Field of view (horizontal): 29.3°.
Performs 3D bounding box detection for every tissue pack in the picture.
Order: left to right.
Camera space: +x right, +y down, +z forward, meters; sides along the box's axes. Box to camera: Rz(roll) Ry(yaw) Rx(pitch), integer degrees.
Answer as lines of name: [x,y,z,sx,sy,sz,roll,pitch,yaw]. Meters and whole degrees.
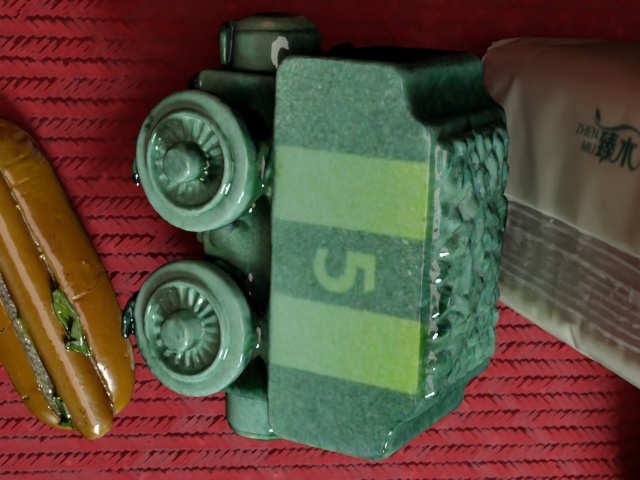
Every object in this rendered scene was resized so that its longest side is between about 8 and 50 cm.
tissue pack: [0.299,-0.008,0.772,0.297,0.380,0.207,2,103,-22]

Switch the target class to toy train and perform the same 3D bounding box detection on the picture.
toy train: [0.000,0.000,0.824,0.238,0.167,0.299,8,105,29]

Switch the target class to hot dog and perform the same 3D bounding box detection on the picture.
hot dog: [-0.210,0.030,0.895,0.100,0.068,0.249,-23,105,-1]
